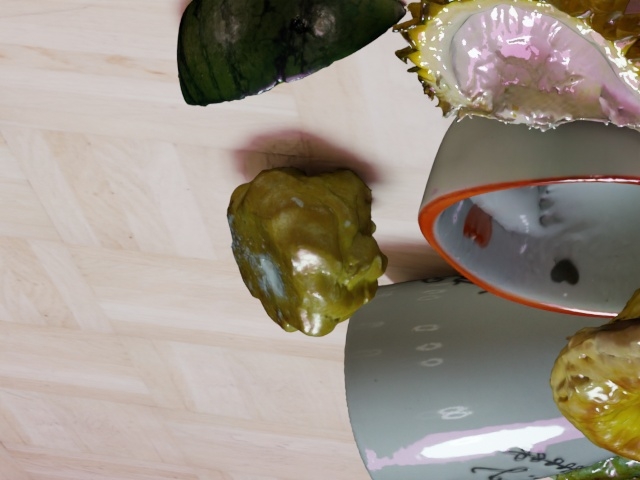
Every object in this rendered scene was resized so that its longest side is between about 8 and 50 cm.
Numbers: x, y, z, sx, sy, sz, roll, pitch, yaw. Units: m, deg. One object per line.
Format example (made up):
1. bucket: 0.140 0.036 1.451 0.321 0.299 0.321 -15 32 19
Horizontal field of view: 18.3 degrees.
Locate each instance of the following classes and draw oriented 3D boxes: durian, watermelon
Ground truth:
1. durian: 0.158 -0.119 1.185 0.224 0.078 0.140 15 143 11
2. watermelon: -0.039 -0.117 1.293 0.181 0.075 0.092 -11 155 40

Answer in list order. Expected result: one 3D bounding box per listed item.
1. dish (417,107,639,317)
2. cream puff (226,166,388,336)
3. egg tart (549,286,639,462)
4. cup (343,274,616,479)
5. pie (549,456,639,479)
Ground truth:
1. dish: 0.196 -0.042 1.323 0.256 0.117 0.256 9 159 3
2. cream puff: 0.000 0.000 1.537 0.116 0.146 0.146 -25 172 -25
3. egg tart: 0.286 0.076 1.273 0.295 0.116 0.295 6 161 2
4. cup: 0.176 0.120 1.696 0.234 0.186 0.258 -9 168 22
5. pie: 0.341 0.199 1.871 0.277 0.078 0.277 -4 169 -1
